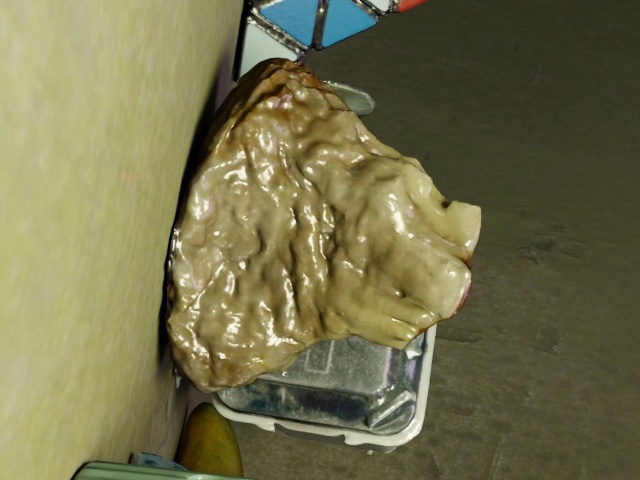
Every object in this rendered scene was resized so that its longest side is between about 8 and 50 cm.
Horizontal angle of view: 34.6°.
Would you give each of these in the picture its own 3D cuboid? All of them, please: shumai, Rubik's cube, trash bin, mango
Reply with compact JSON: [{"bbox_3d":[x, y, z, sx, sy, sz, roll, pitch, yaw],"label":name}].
[{"bbox_3d":[0.003,0.001,1.029,0.217,0.283,0.345,-67,167,-85],"label":"shumai"},{"bbox_3d":[0.047,-0.339,1.161,0.250,0.234,0.284,102,0,-56],"label":"Rubik's cube"},{"bbox_3d":[0.001,0.150,1.337,0.367,0.296,0.255,73,24,-69],"label":"trash bin"},{"bbox_3d":[-0.165,0.361,1.457,0.133,0.111,0.267,79,15,-61],"label":"mango"}]

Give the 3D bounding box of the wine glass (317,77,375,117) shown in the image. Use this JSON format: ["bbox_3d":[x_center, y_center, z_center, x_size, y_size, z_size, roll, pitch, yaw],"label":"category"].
[{"bbox_3d":[-0.015,-0.080,1.910,0.267,0.267,0.405,105,-7,-77],"label":"wine glass"}]

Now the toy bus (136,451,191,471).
[{"bbox_3d":[-0.164,0.285,0.958,0.047,0.065,0.165,101,2,-76],"label":"toy bus"}]

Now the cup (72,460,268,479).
[{"bbox_3d":[-0.007,0.345,0.752,0.400,0.393,0.310,102,0,-52],"label":"cup"}]

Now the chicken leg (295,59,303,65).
[{"bbox_3d":[-0.076,-0.192,1.356,0.093,0.070,0.178,-175,-73,-89],"label":"chicken leg"}]
